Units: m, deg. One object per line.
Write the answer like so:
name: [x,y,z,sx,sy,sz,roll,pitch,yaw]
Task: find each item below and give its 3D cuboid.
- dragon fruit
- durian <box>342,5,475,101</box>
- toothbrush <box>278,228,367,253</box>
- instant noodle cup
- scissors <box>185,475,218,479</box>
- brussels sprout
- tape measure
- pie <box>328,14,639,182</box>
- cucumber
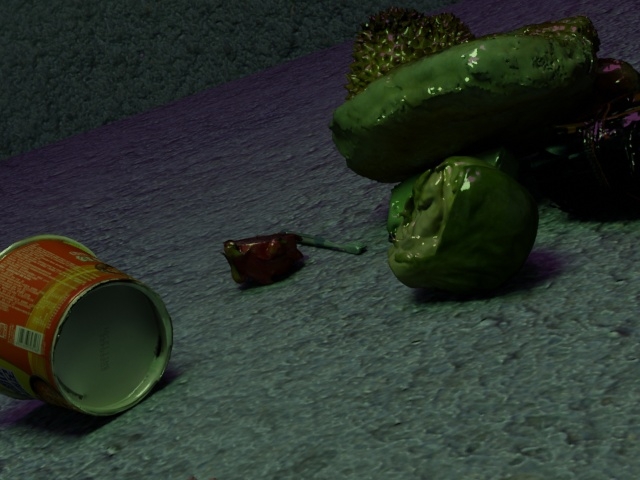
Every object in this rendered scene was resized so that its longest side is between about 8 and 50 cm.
dragon fruit: [-0.079,0.026,1.628,0.112,0.068,0.126,-7,5,3]
durian: [0.180,-0.320,2.151,0.258,0.258,0.293,-2,13,44]
toothbrush: [0.000,0.000,1.696,0.019,0.016,0.219,-26,18,-28]
instant noodle cup: [-0.289,0.109,1.378,0.213,0.213,0.174,-31,29,-34]
scissors: [-0.139,0.251,1.069,0.039,0.012,0.113,-5,22,38]
brussels sprout: [0.170,-0.008,1.343,0.131,0.145,0.183,-87,23,-47]
tape measure: [0.385,-0.111,1.452,0.223,0.135,0.202,-28,9,-35]
pie: [0.209,-0.196,1.609,0.395,0.180,0.418,-21,-8,34]
cucumber: [0.180,-0.048,1.553,0.193,0.115,0.086,-13,-26,33]
